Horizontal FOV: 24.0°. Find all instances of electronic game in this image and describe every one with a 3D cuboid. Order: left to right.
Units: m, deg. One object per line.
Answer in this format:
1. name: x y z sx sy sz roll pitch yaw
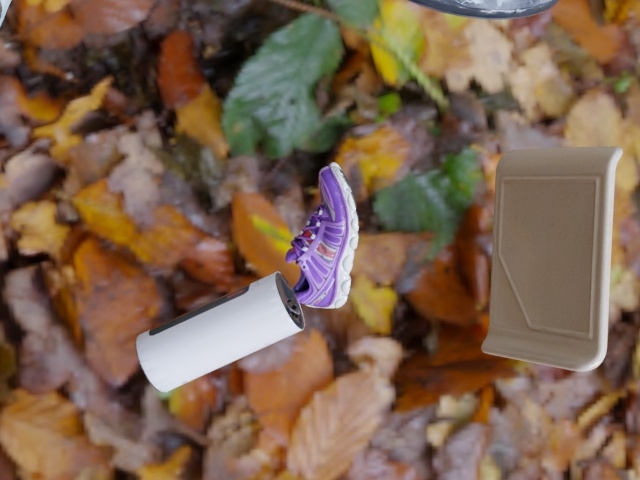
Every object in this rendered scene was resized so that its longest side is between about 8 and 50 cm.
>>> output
1. electronic game: 0.162 -0.307 1.687 0.229 0.229 0.048 -29 140 -42

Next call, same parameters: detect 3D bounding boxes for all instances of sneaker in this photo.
1. sneaker: 0.000 0.000 1.579 0.071 0.068 0.169 0 118 -13

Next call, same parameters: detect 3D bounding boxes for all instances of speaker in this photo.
1. speaker: -0.083 0.077 1.262 0.055 0.136 0.055 59 14 -25

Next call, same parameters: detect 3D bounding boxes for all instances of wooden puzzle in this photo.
1. wooden puzzle: 0.256 0.016 1.655 0.044 0.221 0.238 7 89 -26

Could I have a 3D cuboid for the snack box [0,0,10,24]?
1. snack box: -0.359 -0.336 1.587 0.187 0.060 0.321 86 17 -63
